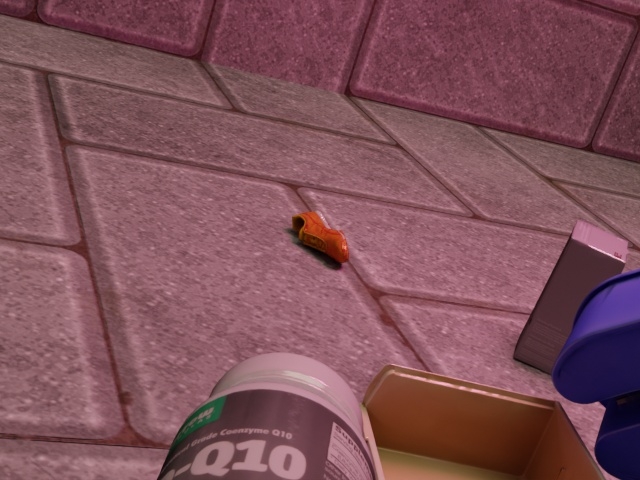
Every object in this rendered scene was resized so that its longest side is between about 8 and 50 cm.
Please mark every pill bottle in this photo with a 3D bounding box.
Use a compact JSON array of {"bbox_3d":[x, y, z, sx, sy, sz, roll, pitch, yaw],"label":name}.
[{"bbox_3d":[-0.054,0.254,0.875,0.204,0.204,0.361,18,19,-1],"label":"pill bottle"}]

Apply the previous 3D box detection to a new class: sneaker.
[{"bbox_3d":[0.000,0.000,1.820,0.067,0.064,0.175,-15,28,-23],"label":"sneaker"}]

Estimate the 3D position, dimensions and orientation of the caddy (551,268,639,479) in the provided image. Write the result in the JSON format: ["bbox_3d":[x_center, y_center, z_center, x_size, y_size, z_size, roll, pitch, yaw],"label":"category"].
[{"bbox_3d":[0.443,0.142,1.146,0.179,0.341,0.241,-38,101,-48],"label":"caddy"}]

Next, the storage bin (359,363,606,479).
[{"bbox_3d":[0.180,0.279,1.133,0.260,0.123,0.262,15,21,-12],"label":"storage bin"}]

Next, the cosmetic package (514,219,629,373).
[{"bbox_3d":[0.422,0.098,1.646,0.107,0.238,0.127,23,20,12],"label":"cosmetic package"}]
